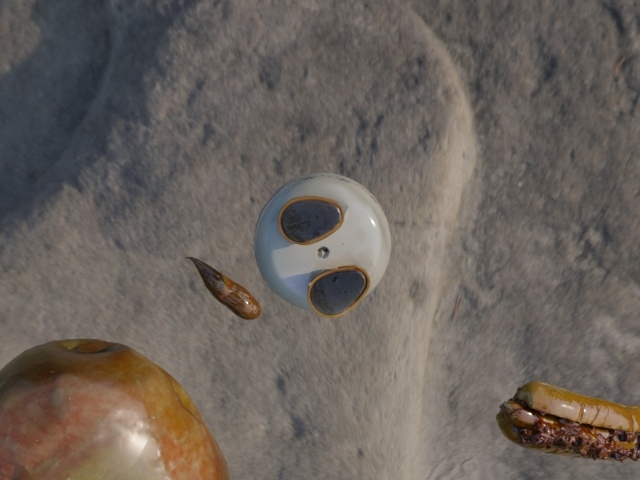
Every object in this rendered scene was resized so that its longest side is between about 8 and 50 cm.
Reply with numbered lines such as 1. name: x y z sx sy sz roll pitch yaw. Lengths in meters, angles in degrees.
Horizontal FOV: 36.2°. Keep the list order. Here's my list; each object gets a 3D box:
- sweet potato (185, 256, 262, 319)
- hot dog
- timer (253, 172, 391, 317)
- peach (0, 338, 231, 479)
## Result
1. sweet potato: -0.183 0.090 1.841 0.195 0.056 0.056 41 79 -27
2. hot dog: 0.329 0.244 1.263 0.249 0.102 0.076 17 39 -24
3. timer: 0.000 0.000 1.643 0.233 0.240 0.233 0 103 -1
4. peach: -0.178 0.191 0.811 0.235 0.214 0.214 22 77 -5
